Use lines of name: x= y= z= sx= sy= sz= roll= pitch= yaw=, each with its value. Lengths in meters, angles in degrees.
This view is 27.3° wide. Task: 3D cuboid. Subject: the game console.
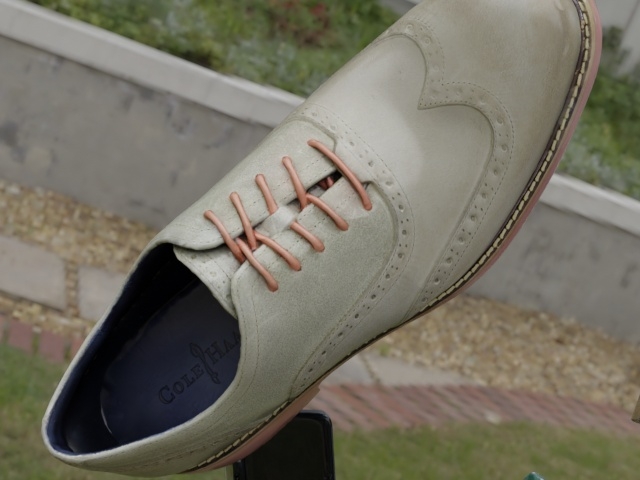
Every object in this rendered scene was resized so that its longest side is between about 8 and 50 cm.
game console: x=-0.032 y=0.181 z=0.987 sx=0.071 sy=0.122 sz=0.107 roll=-4 pitch=4 yaw=-10

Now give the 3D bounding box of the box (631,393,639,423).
box: x=0.323 y=0.091 z=0.958 sx=0.037 sy=0.136 sz=0.225 roll=22 pitch=-5 yaw=-22

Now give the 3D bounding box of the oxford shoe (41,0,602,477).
oxford shoe: x=0.000 y=0.000 z=0.736 sx=0.140 sy=0.397 sz=0.146 roll=45 pitch=16 yaw=16

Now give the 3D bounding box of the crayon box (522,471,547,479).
crayon box: x=0.236 y=0.279 z=0.724 sx=0.203 sy=0.083 sz=0.323 roll=38 pitch=3 yaw=-37
